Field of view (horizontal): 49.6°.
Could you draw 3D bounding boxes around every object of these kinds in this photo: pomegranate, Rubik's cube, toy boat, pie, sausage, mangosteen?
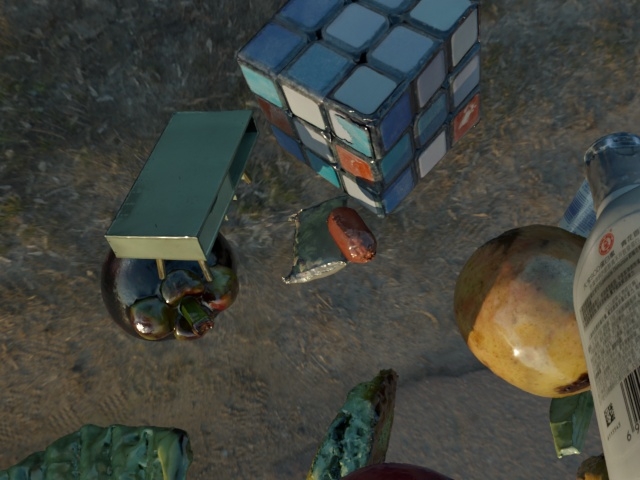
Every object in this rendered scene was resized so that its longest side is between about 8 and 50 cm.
[{"bbox_3d":[0.394,0.123,1.208,0.322,0.322,0.322,0,90,-8],"label":"pomegranate"},{"bbox_3d":[0.094,-0.318,1.426,0.363,0.359,0.362,33,76,27],"label":"Rubik's cube"},{"bbox_3d":[0.538,0.358,1.478,0.093,0.293,0.055,-26,94,30],"label":"toy boat"},{"bbox_3d":[0.051,0.382,1.170,0.103,0.288,0.354,16,78,12],"label":"pie"},{"bbox_3d":[0.060,-0.011,1.335,0.076,0.141,0.076,-16,136,-16],"label":"sausage"},{"bbox_3d":[-0.286,0.091,1.373,0.275,0.302,0.275,-17,125,-26],"label":"mangosteen"}]

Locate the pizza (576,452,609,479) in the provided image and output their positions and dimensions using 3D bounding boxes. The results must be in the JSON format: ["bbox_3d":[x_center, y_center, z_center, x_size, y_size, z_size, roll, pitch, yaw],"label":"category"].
[{"bbox_3d":[0.484,0.320,0.894,0.392,0.435,0.080,10,73,-29],"label":"pizza"}]

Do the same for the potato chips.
[{"bbox_3d":[-0.318,0.423,0.895,0.373,0.097,0.389,-8,61,12],"label":"potato chips"}]

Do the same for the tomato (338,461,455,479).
[{"bbox_3d":[0.130,0.335,0.670,0.290,0.335,0.176,30,95,-28],"label":"tomato"}]

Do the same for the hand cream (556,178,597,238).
[{"bbox_3d":[0.545,-0.072,1.355,0.083,0.248,0.133,-20,58,-44],"label":"hand cream"}]

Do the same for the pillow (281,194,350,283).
[{"bbox_3d":[0.000,0.000,1.512,0.169,0.255,0.059,-18,125,17],"label":"pillow"}]

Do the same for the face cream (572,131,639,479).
[{"bbox_3d":[0.226,0.032,0.465,0.071,0.291,0.144,20,131,-11],"label":"face cream"}]

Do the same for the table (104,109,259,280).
[{"bbox_3d":[-0.163,-0.055,0.911,0.122,0.111,0.240,2,47,16],"label":"table"}]
